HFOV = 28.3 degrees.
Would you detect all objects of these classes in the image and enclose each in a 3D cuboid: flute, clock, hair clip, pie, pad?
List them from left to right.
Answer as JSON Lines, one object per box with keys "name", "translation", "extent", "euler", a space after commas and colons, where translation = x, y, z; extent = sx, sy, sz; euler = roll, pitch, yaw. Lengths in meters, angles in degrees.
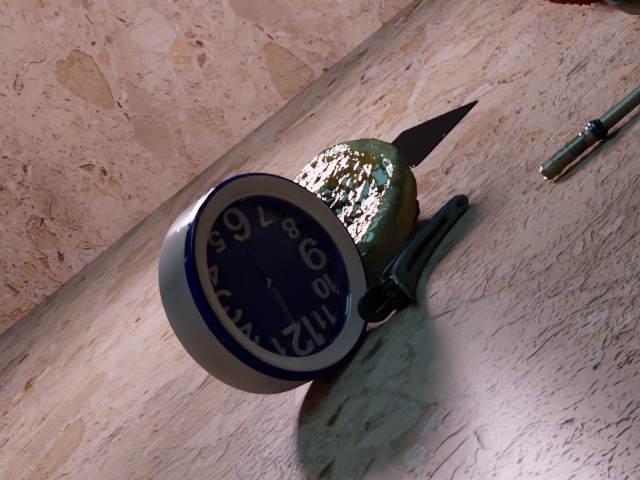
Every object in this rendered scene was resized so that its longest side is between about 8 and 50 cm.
{"name": "clock", "translation": [-0.059, 0.046, 1.346], "extent": [0.083, 0.230, 0.230], "euler": [-30, 16, 44]}
{"name": "pie", "translation": [0.005, -0.001, 1.565], "extent": [0.302, 0.067, 0.302], "euler": [-37, 33, 29]}
{"name": "pad", "translation": [0.138, -0.146, 1.995], "extent": [0.163, 0.004, 0.243], "euler": [-46, 13, -24]}
{"name": "hair clip", "translation": [0.110, 0.010, 1.419], "extent": [0.070, 0.039, 0.229], "euler": [-33, 12, 39]}
{"name": "flute", "translation": [0.322, -0.143, 1.332], "extent": [0.233, 0.027, 0.027], "euler": [-40, 11, 4]}

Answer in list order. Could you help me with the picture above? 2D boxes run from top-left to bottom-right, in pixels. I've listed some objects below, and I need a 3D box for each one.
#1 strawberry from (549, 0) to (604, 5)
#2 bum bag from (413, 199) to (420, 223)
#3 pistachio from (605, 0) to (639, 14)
{"name": "strawberry", "translation": [0.369, -0.431, 1.861], "extent": [0.234, 0.234, 0.178], "euler": [-42, -9, -7]}
{"name": "bum bag", "translation": [0.054, -0.027, 1.666], "extent": [0.102, 0.069, 0.248], "euler": [-27, 11, -10]}
{"name": "pistachio", "translation": [0.415, -0.367, 1.619], "extent": [0.206, 0.131, 0.129], "euler": [-53, -26, -45]}
